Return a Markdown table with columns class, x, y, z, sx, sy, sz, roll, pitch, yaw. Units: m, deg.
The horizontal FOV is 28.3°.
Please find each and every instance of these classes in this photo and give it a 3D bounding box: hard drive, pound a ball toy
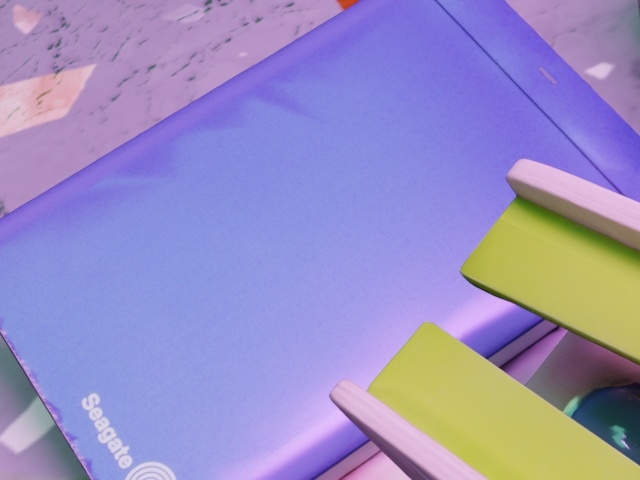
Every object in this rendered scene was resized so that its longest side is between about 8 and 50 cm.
| class | x | y | z | sx | sy | sz | roll | pitch | yaw |
| --- | --- | --- | --- | --- | --- | --- | --- | --- | --- |
| hard drive | 0.000 | 0.000 | 0.649 | 0.319 | 0.040 | 0.210 | -33 | 64 | -11 |
| pound a ball toy | 0.182 | 0.067 | 0.413 | 0.208 | 0.136 | 0.319 | -51 | 39 | -8 |

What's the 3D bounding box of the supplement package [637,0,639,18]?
| class | x | y | z | sx | sy | sz | roll | pitch | yaw |
| --- | --- | --- | --- | --- | --- | --- | --- | --- | --- |
| supplement package | 0.267 | -0.099 | 0.581 | 0.175 | 0.177 | 0.293 | -17 | 43 | 5 |
